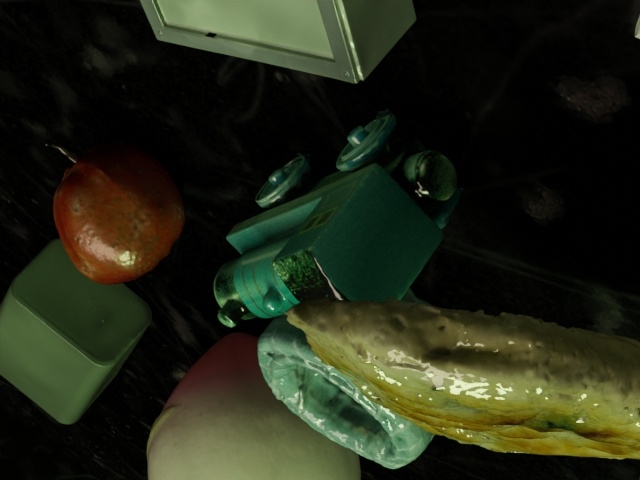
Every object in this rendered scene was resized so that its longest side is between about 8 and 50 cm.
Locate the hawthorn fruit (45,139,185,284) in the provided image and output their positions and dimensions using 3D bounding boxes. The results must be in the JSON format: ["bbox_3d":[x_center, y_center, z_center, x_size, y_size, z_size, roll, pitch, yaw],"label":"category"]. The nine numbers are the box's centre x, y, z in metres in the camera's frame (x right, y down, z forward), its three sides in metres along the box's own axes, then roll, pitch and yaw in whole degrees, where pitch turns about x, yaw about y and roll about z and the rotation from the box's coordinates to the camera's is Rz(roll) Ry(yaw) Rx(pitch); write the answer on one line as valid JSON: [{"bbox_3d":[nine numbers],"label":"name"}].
[{"bbox_3d":[-0.255,-0.048,1.243,0.194,0.157,0.157,51,150,-10],"label":"hawthorn fruit"}]

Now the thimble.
[{"bbox_3d":[0.052,0.143,1.178,0.235,0.143,0.198,47,151,-14],"label":"thimble"}]

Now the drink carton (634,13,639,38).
[{"bbox_3d":[0.235,-0.153,0.608,0.084,0.074,0.200,29,151,18],"label":"drink carton"}]

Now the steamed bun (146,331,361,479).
[{"bbox_3d":[-0.094,0.267,1.419,0.309,0.309,0.309,28,150,18],"label":"steamed bun"}]

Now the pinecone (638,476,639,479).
[{"bbox_3d":[0.370,0.287,0.905,0.224,0.272,0.224,6,129,7],"label":"pinecone"}]

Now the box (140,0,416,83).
[{"bbox_3d":[-0.051,-0.218,0.830,0.225,0.086,0.129,18,146,34],"label":"box"}]

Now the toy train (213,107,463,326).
[{"bbox_3d":[0.000,0.000,0.976,0.120,0.194,0.298,45,152,-15],"label":"toy train"}]

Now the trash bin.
[{"bbox_3d":[-0.425,0.157,1.729,0.223,0.158,0.343,40,151,-4],"label":"trash bin"}]

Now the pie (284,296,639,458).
[{"bbox_3d":[0.140,0.111,0.782,0.338,0.075,0.337,13,165,3],"label":"pie"}]
